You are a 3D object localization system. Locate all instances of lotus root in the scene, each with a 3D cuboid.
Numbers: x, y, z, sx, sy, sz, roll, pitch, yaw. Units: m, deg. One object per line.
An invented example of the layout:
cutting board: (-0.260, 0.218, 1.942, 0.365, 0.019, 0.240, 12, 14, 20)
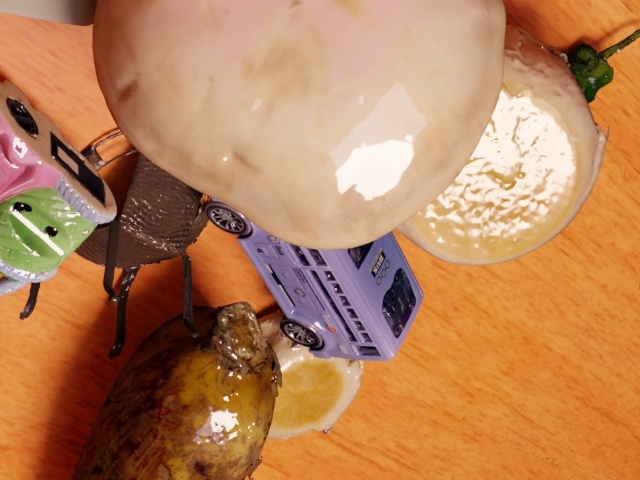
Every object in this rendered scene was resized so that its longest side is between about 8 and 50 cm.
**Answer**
lotus root: (-0.163, 0.218, 1.800, 0.179, 0.196, 0.397, 19, 126, -20)

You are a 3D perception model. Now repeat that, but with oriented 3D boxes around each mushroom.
mushroom: (-0.023, -0.153, 1.465, 0.353, 0.325, 0.353, -5, 151, -3)

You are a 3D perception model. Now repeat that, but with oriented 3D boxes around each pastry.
pastry: (0.167, -0.101, 1.758, 0.264, 0.133, 0.265, -1, 121, -2)
pastry: (-0.036, 0.154, 1.907, 0.165, 0.088, 0.166, -15, 131, -18)

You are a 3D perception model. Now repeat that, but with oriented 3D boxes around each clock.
clock: (-0.319, -0.032, 1.582, 0.195, 0.100, 0.194, -34, 122, 12)

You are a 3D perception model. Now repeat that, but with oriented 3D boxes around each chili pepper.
chili pepper: (0.255, -0.135, 1.865, 0.122, 0.065, 0.279, 19, 115, -48)

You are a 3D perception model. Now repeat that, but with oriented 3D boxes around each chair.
chair: (-0.190, -0.004, 1.703, 0.174, 0.149, 0.213, 28, 65, -38)

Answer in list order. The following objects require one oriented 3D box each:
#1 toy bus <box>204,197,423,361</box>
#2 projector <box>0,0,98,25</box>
toy bus: (0.000, 0.000, 1.748, 0.125, 0.133, 0.292, -62, 142, -30)
projector: (-0.274, -0.322, 1.383, 0.259, 0.079, 0.257, 5, 106, -40)
